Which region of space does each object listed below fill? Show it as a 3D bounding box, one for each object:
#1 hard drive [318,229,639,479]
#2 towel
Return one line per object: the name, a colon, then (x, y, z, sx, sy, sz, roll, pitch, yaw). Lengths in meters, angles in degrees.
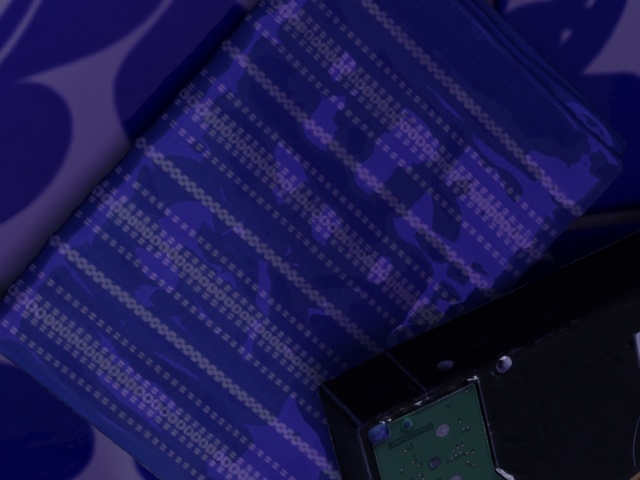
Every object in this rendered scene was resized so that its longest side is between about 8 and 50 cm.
hard drive: (0.179, 0.121, 1.155, 0.339, 0.064, 0.237, -25, 121, -16)
towel: (0.000, 0.000, 1.089, 0.243, 0.040, 0.336, 42, 88, -24)
